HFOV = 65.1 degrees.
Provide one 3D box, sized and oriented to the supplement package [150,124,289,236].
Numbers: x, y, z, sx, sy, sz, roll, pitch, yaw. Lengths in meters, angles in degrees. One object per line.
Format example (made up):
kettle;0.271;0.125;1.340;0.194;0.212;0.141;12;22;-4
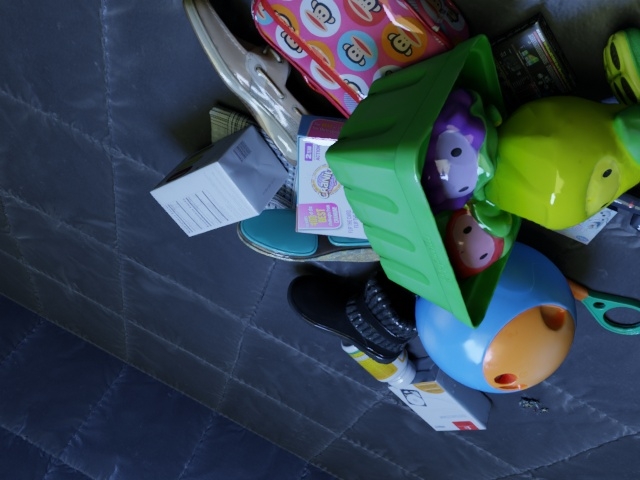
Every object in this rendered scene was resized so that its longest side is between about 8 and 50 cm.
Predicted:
supplement package;-0.215;-0.118;1.053;0.244;0.139;0.134;-13;123;41

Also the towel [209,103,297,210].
towel;-0.121;-0.117;1.130;0.312;0.056;0.324;25;142;5

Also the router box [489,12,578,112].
router box;0.304;-0.253;0.734;0.092;0.038;0.122;-20;121;44

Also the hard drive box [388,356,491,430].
hard drive box;0.340;0.439;1.429;0.232;0.089;0.181;43;140;-18

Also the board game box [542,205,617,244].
board game box;0.454;-0.043;0.886;0.090;0.020;0.090;24;140;7

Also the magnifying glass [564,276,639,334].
magnifying glass;0.552;0.121;1.006;0.231;0.026;0.092;27;142;0

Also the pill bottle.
pill bottle;0.165;0.312;1.374;0.208;0.118;0.117;44;139;-18

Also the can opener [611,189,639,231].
can opener;0.498;-0.061;0.806;0.186;0.059;0.073;27;110;8

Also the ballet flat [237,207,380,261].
ballet flat;0.000;0.000;1.073;0.348;0.123;0.123;0;138;-3

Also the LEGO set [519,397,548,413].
LEGO set;0.570;0.442;1.350;0.083;0.023;0.054;32;146;-25

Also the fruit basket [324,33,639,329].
fruit basket;0.245;-0.073;0.685;0.392;0.283;0.392;25;153;14

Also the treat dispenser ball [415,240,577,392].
treat dispenser ball;0.326;0.139;0.950;0.288;0.288;0.288;17;140;15

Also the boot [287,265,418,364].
boot;0.083;0.142;1.191;0.348;0.131;0.260;27;150;10

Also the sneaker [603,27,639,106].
sneaker;0.498;-0.183;0.663;0.295;0.109;0.123;39;113;-6

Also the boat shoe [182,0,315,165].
boat shoe;-0.106;-0.295;0.897;0.110;0.122;0.341;-35;122;7

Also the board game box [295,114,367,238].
board game box;0.115;-0.101;0.926;0.316;0.064;0.242;7;139;1

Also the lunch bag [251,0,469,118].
lunch bag;0.047;-0.318;0.767;0.293;0.120;0.258;40;145;-15
